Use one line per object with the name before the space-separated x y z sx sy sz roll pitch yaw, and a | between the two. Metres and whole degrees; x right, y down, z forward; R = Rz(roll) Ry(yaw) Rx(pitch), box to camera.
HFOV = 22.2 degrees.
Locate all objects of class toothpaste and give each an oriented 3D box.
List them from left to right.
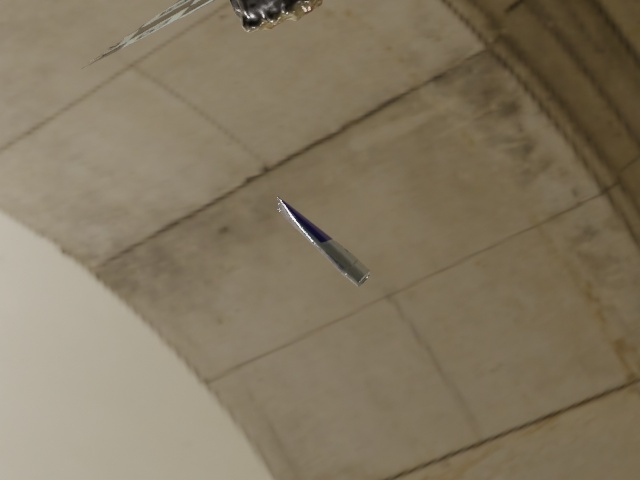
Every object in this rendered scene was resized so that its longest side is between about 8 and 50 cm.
toothpaste | 0.000 0.000 1.130 0.083 0.015 0.024 41 -17 16

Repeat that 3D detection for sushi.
sushi | -0.002 -0.197 1.166 0.264 0.290 0.050 -21 -74 36
